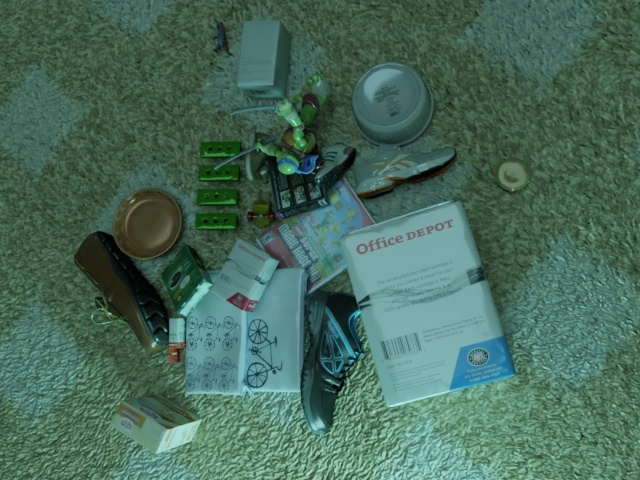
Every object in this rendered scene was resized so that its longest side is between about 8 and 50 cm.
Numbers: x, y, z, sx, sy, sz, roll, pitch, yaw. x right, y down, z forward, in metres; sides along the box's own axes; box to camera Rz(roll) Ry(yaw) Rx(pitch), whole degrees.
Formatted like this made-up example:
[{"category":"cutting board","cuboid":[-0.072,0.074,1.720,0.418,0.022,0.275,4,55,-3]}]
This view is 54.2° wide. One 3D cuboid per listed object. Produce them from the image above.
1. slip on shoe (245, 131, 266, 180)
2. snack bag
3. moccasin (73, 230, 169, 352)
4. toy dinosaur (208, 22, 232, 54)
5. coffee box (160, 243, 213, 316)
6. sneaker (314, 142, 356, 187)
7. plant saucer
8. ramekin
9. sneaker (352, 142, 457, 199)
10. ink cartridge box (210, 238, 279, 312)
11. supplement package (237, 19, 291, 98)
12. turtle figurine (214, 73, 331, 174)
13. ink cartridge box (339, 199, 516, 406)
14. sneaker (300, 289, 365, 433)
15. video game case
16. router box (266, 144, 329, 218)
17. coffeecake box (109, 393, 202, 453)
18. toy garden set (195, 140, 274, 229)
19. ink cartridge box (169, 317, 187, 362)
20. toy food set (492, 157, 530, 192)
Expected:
[{"category":"slip on shoe","cuboid":[-0.165,-0.219,1.620,0.041,0.051,0.135,0,65,10]},{"category":"snack bag","cuboid":[-0.190,0.230,1.581,0.342,0.037,0.323,-3,80,20]},{"category":"moccasin","cuboid":[-0.532,0.147,1.646,0.147,0.139,0.380,-44,74,6]},{"category":"toy dinosaur","cuboid":[-0.277,-0.567,1.750,0.090,0.047,0.082,23,77,-16]},{"category":"coffee box","cuboid":[-0.343,0.099,1.603,0.113,0.040,0.184,-51,38,6]},{"category":"sneaker","cuboid":[0.020,-0.193,1.570,0.075,0.057,0.161,29,53,22]},{"category":"plant saucer","cuboid":[-0.467,-0.044,1.703,0.200,0.037,0.200,-2,77,9]},{"category":"ramekin","cuboid":[0.174,-0.343,1.553,0.207,0.109,0.207,-2,81,14]},{"category":"sneaker","cuboid":[0.198,-0.196,1.529,0.262,0.099,0.121,-18,79,10]},{"category":"ink cartridge box","cuboid":[-0.186,0.087,1.553,0.109,0.063,0.150,28,89,21]},{"category":"supplement package","cuboid":[-0.148,-0.477,1.657,0.105,0.105,0.179,4,83,16]},{"category":"turtle figurine","cuboid":[-0.100,-0.296,1.524,0.274,0.198,0.266,14,52,16]},{"category":"ink cartridge box","cuboid":[0.240,0.139,1.423,0.285,0.166,0.395,-17,83,11]},{"category":"sneaker","cuboid":[0.032,0.290,1.488,0.139,0.125,0.341,3,84,10]},{"category":"video game case","cuboid":[0.000,0.000,1.590,0.285,0.025,0.204,-35,75,7]},{"category":"router box","cuboid":[-0.060,-0.160,1.603,0.133,0.046,0.179,-16,67,12]},{"category":"coffeecake box","cuboid":[-0.402,0.447,1.543,0.142,0.185,0.068,26,89,16]},{"category":"toy garden set","cuboid":[-0.219,-0.141,1.653,0.203,0.049,0.244,0,74,5]},{"category":"ink cartridge box","cuboid":[-0.368,0.259,1.626,0.029,0.063,0.115,-3,82,12]},{"category":"toy food set","cuboid":[0.460,-0.157,1.497,0.083,0.020,0.083,-19,78,11]}]
